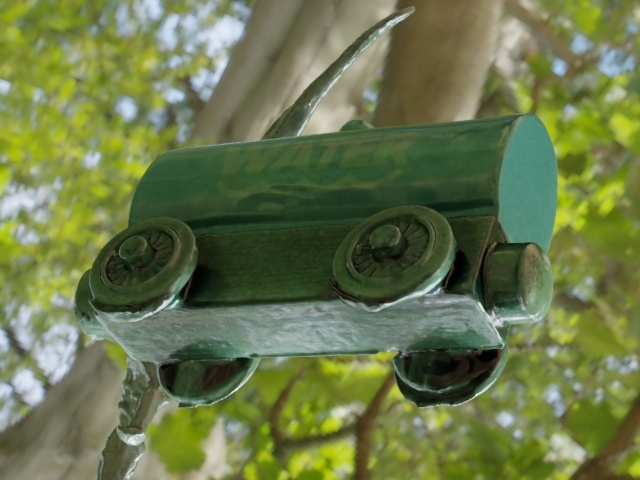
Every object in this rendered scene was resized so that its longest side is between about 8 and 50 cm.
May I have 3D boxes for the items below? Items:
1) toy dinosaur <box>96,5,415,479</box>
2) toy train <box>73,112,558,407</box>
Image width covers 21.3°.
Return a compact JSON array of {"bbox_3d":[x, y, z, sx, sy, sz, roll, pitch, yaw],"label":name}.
[{"bbox_3d":[-0.066,-0.004,1.119,0.092,0.205,0.393,26,-100,9],"label":"toy dinosaur"},{"bbox_3d":[0.000,0.000,0.822,0.248,0.101,0.159,-4,-135,28],"label":"toy train"}]
